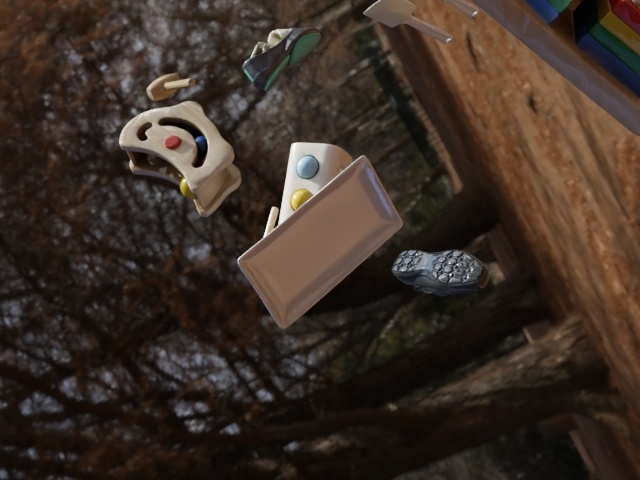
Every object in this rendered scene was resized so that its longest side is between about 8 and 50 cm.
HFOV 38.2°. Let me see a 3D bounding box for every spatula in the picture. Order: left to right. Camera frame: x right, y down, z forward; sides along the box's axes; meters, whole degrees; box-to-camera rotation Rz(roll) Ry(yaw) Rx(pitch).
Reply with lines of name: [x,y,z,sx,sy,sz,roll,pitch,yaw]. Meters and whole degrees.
spatula: [0.181,-0.339,1.285,0.242,0.168,0.019,2,-126,-57]

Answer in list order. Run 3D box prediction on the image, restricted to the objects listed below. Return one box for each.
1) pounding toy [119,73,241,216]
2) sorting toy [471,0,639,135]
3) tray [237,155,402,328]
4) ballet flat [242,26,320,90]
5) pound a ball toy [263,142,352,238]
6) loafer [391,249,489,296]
pounding toy: [-0.255,-0.176,1.558,0.269,0.154,0.155,52,165,33]
sorting toy: [0.256,-0.268,0.948,0.255,0.089,0.257,36,-146,-12]
tray: [0.000,0.000,1.444,0.030,0.270,0.145,19,145,57]
ballet flat: [-0.072,-0.331,1.610,0.074,0.074,0.203,57,-135,-18]
pound a ball toy: [-0.063,-0.059,2.124,0.135,0.208,0.319,27,-110,-64]
loafer: [0.221,0.061,1.642,0.078,0.076,0.223,41,160,-30]
